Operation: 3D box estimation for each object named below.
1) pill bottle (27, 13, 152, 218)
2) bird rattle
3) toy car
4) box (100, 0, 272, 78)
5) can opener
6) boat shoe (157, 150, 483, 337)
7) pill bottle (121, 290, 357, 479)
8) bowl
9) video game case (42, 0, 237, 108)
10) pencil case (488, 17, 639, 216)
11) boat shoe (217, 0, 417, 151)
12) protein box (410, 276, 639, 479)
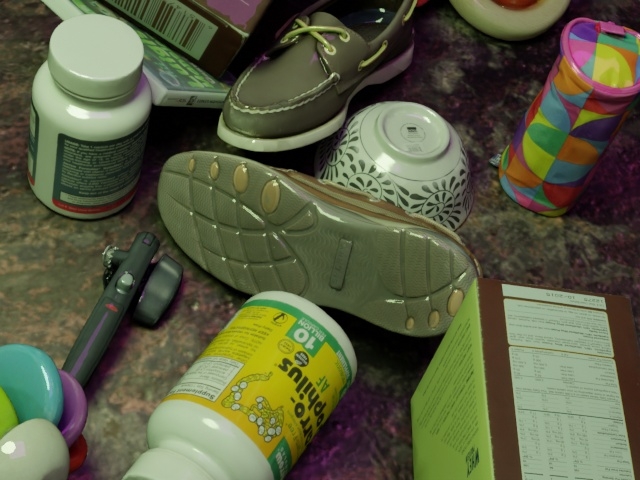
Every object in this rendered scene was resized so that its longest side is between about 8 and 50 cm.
[{"bbox_3d":[-0.209,-0.113,1.183,0.108,0.180,0.108,8,52,-10],"label":"pill bottle"},{"bbox_3d":[0.200,-0.326,1.504,0.207,0.143,0.253,48,58,2],"label":"bird rattle"},{"bbox_3d":[-0.234,0.153,0.976,0.159,0.182,0.136,28,45,26],"label":"toy car"},{"bbox_3d":[-0.070,-0.375,1.290,0.191,0.143,0.381,32,71,-9],"label":"box"},{"bbox_3d":[-0.183,0.067,1.130,0.073,0.059,0.186,26,50,4],"label":"can opener"},{"bbox_3d":[0.000,0.000,1.212,0.324,0.123,0.116,24,17,15],"label":"boat shoe"},{"bbox_3d":[-0.067,0.147,1.062,0.118,0.117,0.208,32,51,10],"label":"pill bottle"},{"bbox_3d":[0.083,-0.087,1.309,0.170,0.080,0.170,7,51,-9],"label":"bowl"},{"bbox_3d":[-0.174,-0.197,1.304,0.190,0.022,0.173,43,21,18],"label":"video game case"},{"bbox_3d":[0.248,-0.120,1.289,0.105,0.236,0.104,5,61,-9],"label":"pencil case"},{"bbox_3d":[0.003,-0.188,1.312,0.117,0.096,0.324,24,37,22],"label":"boat shoe"},{"bbox_3d":[0.166,0.174,1.051,0.136,0.199,0.201,8,52,-9],"label":"protein box"}]
